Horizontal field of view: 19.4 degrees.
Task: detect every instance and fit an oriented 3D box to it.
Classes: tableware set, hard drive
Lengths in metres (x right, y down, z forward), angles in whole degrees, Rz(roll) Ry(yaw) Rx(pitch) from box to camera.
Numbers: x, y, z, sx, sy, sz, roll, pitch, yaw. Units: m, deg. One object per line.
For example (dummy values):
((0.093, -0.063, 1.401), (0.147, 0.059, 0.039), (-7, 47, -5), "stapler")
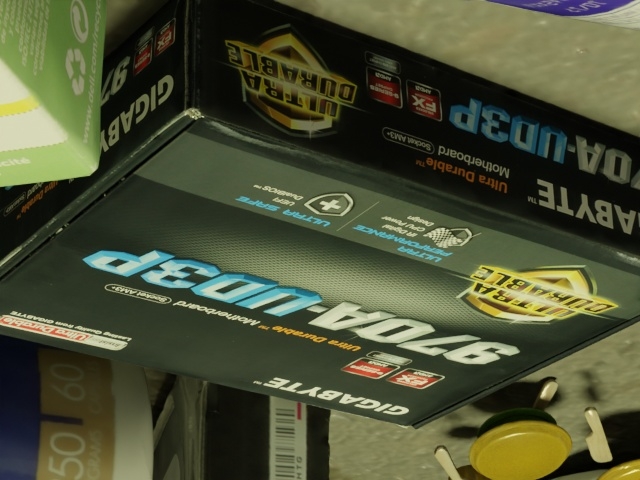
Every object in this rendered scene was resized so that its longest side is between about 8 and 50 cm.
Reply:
((0.133, 0.099, 0.881), (0.154, 0.024, 0.104), (-15, 139, 10), "tableware set")
((-0.060, 0.208, 0.880), (0.064, 0.237, 0.339), (5, 154, -11), "hard drive")

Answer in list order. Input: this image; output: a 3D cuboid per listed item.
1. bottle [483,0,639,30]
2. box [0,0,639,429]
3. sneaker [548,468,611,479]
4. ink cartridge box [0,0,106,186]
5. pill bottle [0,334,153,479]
((0.142, -0.081, 0.436), (0.283, 0.092, 0.118), (9, -174, -18), "bottle")
((0.000, 0.000, 0.664), (0.220, 0.051, 0.175), (16, 149, -32), "box")
((0.144, 0.226, 1.024), (0.104, 0.147, 0.296), (6, 152, -9), "sneaker")
((-0.154, -0.072, 0.304), (0.171, 0.056, 0.235), (-6, 157, 13), "ink cartridge box")
((-0.210, 0.092, 0.731), (0.264, 0.153, 0.153), (9, 152, -20), "pill bottle")
